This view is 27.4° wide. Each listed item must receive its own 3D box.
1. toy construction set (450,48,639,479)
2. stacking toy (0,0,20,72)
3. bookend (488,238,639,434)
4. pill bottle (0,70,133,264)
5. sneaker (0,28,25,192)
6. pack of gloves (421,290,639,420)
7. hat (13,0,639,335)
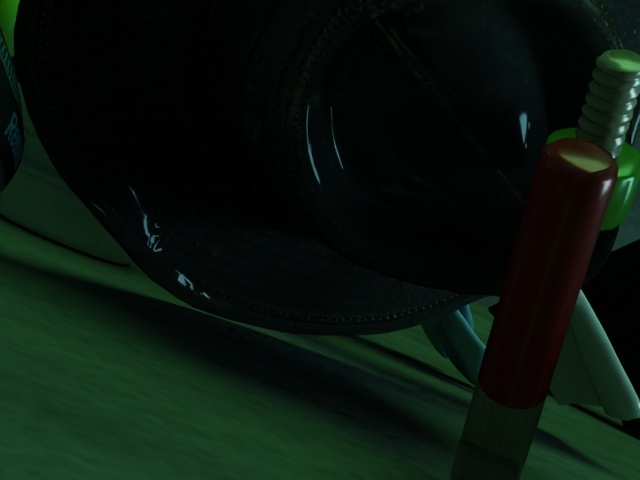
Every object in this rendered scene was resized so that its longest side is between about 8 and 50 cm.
[{"bbox_3d":[0.197,0.076,0.474,0.309,0.237,0.257,7,34,-6],"label":"toy construction set"},{"bbox_3d":[-0.250,-0.166,0.962,0.302,0.166,0.175,16,6,-35],"label":"stacking toy"},{"bbox_3d":[0.242,0.100,1.079,0.072,0.156,0.157,22,47,-54],"label":"bookend"},{"bbox_3d":[-0.097,-0.085,0.674,0.108,0.180,0.108,24,2,-1],"label":"pill bottle"},{"bbox_3d":[-0.269,-0.104,0.514,0.341,0.125,0.139,29,-15,13],"label":"sneaker"},{"bbox_3d":[0.067,0.007,0.767,0.232,0.046,0.195,61,-22,-10],"label":"pack of gloves"},{"bbox_3d":[0.053,-0.057,0.533,0.331,0.331,0.134,22,20,-37],"label":"hat"}]
